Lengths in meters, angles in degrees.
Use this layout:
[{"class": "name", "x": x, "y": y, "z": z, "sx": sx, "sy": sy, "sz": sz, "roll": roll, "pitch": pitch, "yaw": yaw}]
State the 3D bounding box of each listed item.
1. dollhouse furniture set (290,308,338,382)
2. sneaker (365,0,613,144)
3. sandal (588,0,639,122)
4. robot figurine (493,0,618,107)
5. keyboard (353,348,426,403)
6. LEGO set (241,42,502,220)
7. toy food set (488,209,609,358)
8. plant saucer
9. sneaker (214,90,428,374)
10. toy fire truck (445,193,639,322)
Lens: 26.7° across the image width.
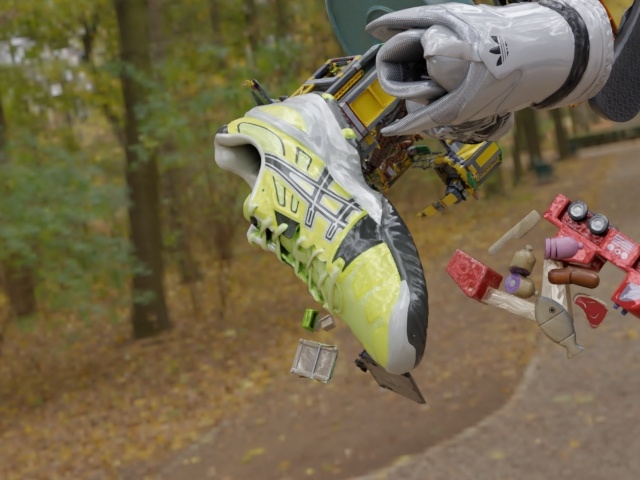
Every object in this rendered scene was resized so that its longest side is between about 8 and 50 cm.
[{"class": "dollhouse furniture set", "x": 0.012, "y": 0.153, "z": 2.115, "sx": 0.076, "sy": 0.151, "sz": 0.058, "roll": 10, "pitch": -12, "yaw": 33}, {"class": "sneaker", "x": 0.129, "y": -0.176, "z": 1.435, "sx": 0.210, "sy": 0.137, "sz": 0.366, "roll": -7, "pitch": -2, "yaw": -23}, {"class": "sandal", "x": 0.412, "y": -0.268, "z": 1.699, "sx": 0.254, "sy": 0.097, "sz": 0.054, "roll": -54, "pitch": 24, "yaw": -3}, {"class": "robot figurine", "x": 0.333, "y": -0.339, "z": 1.902, "sx": 0.085, "sy": 0.291, "sz": 0.211, "roll": -30, "pitch": -1, "yaw": 40}, {"class": "keyboard", "x": 0.097, "y": 0.192, "z": 1.965, "sx": 0.108, "sy": 0.023, "sz": 0.180, "roll": 21, "pitch": -15, "yaw": 19}, {"class": "LEGO set", "x": 0.051, "y": -0.114, "z": 1.740, "sx": 0.192, "sy": 0.255, "sz": 0.331, "roll": -45, "pitch": 28, "yaw": -17}, {"class": "toy food set", "x": 0.206, "y": 0.037, "z": 1.172, "sx": 0.078, "sy": 0.122, "sz": 0.019, "roll": -42, "pitch": 3, "yaw": 9}, {"class": "plant saucer", "x": 0.115, "y": -0.304, "z": 1.956, "sx": 0.044, "sy": 0.317, "sz": 0.318, "roll": -42, "pitch": 17, "yaw": -24}, {"class": "sneaker", "x": 0.000, "y": 0.000, "z": 1.454, "sx": 0.147, "sy": 0.145, "sz": 0.384, "roll": -14, "pitch": 48, "yaw": -17}, {"class": "toy fire truck", "x": 0.228, "y": 0.033, "z": 1.271, "sx": 0.192, "sy": 0.135, "sz": 0.047, "roll": 37, "pitch": 5, "yaw": 30}]
